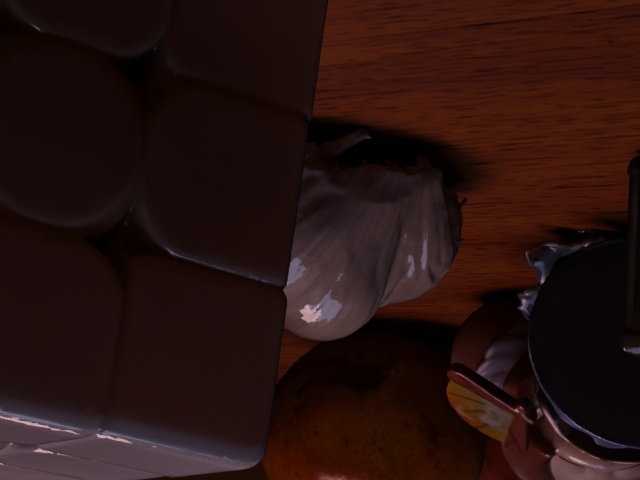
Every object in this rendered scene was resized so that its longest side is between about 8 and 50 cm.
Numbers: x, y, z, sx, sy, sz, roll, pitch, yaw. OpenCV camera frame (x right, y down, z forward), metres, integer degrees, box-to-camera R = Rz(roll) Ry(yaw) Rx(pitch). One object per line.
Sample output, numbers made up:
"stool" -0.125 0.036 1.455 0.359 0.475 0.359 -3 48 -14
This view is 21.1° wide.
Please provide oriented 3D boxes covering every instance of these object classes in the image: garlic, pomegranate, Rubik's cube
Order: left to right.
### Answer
"Rubik's cube" -0.198 -0.030 0.956 0.291 0.292 0.290 14 164 -28
"garlic" 0.000 0.000 1.316 0.229 0.143 0.178 21 162 -22
"pomegranate" 0.060 0.226 1.941 0.264 0.264 0.264 5 166 1

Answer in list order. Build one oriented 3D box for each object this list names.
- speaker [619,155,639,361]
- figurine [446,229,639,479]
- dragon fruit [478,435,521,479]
"speaker" 0.352 0.026 1.248 0.230 0.153 0.192 -2 165 26
"figurine" 0.256 0.126 1.581 0.276 0.248 0.388 7 156 5
"dragon fruit" 0.220 0.253 2.151 0.290 0.189 0.290 12 168 3
